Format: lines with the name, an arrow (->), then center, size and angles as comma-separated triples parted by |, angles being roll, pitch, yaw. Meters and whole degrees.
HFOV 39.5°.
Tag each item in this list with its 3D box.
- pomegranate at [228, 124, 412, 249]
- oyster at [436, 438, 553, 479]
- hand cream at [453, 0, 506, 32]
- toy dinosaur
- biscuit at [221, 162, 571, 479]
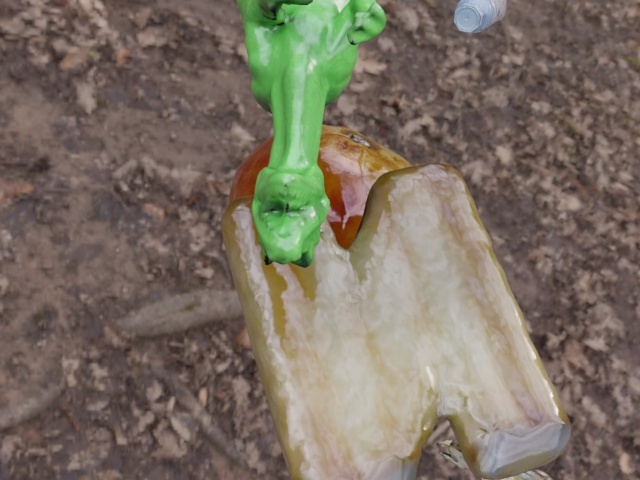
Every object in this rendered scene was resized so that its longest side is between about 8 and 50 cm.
pomegranate -> 0.000, 0.000, 1.059 | 0.229, 0.270, 0.252 | 3, 33, -44
oyster -> 0.360, 0.445, 1.536 | 0.354, 0.201, 0.107 | 43, 86, 12
hand cream -> 0.192, -0.274, 1.043 | 0.043, 0.065, 0.170 | 7, 25, 20
toy dinosaur -> -0.017, -0.176, 0.844 | 0.144, 0.374, 0.500 | 3, 3, -3
biscuit -> 0.056, 0.075, 0.751 | 0.237, 0.062, 0.290 | -13, 67, -16
